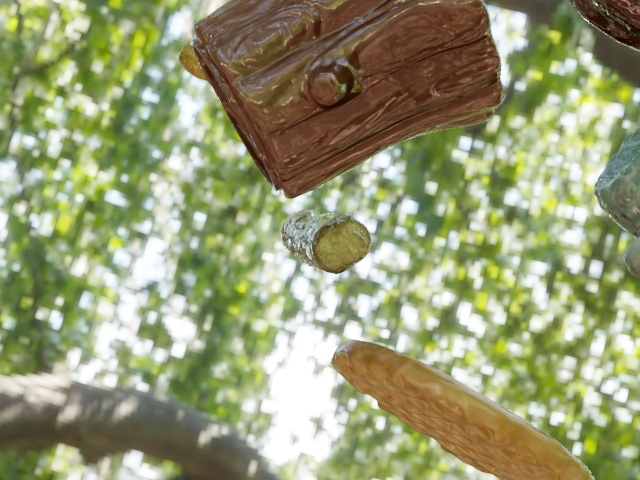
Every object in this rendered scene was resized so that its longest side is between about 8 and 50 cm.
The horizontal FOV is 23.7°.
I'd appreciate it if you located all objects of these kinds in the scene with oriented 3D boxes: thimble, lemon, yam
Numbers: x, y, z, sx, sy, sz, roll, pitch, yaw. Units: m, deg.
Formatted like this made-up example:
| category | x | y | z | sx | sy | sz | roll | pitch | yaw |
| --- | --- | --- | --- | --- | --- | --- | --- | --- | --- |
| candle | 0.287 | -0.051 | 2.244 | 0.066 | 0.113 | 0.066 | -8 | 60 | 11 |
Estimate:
| category | x | y | z | sx | sy | sz | roll | pitch | yaw |
| --- | --- | --- | --- | --- | --- | --- | --- | --- | --- |
| thimble | 0.454 | -0.088 | 1.921 | 0.143 | 0.235 | 0.198 | 37 | -33 | -2 |
| lemon | -0.153 | -0.250 | 2.097 | 0.092 | 0.065 | 0.065 | 7 | -11 | -29 |
| yam | 0.000 | 0.000 | 1.662 | 0.066 | 0.066 | 0.299 | 19 | -1 | -9 |

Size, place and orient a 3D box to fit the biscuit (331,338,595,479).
| category | x | y | z | sx | sy | sz | roll | pitch | yaw |
| --- | --- | --- | --- | --- | --- | --- | --- | --- | --- |
| biscuit | 0.149 | 0.188 | 1.533 | 0.309 | 0.040 | 0.204 | 31 | -13 | 2 |

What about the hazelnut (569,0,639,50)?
| category | x | y | z | sx | sy | sz | roll | pitch | yaw |
| --- | --- | --- | --- | --- | --- | --- | --- | --- | --- |
| hazelnut | 0.229 | -0.205 | 0.886 | 0.217 | 0.217 | 0.251 | 21 | 15 | -18 |

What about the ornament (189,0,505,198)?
| category | x | y | z | sx | sy | sz | roll | pitch | yaw |
| --- | --- | --- | --- | --- | --- | --- | --- | --- | --- |
| ornament | 0.021 | -0.156 | 1.318 | 0.235 | 0.217 | 0.221 | 62 | -4 | -21 |

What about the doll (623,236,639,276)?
| category | x | y | z | sx | sy | sz | roll | pitch | yaw |
| --- | --- | --- | --- | --- | --- | --- | --- | --- | --- |
| doll | 0.377 | 0.088 | 1.527 | 0.103 | 0.214 | 0.071 | -26 | -6 | 21 |
